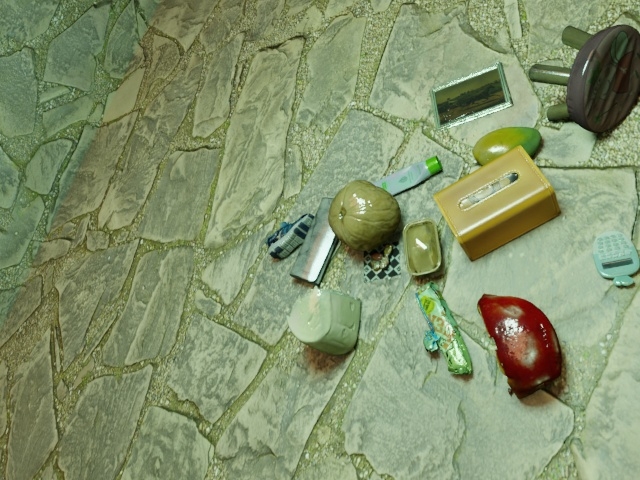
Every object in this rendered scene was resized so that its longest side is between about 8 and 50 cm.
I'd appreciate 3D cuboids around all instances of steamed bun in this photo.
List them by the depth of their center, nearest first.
[{"bbox_3d":[0.000,0.223,1.495,0.170,0.225,0.200,-2,67,32],"label":"steamed bun"}]

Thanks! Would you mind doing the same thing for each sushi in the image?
[{"bbox_3d":[0.185,0.062,1.592,0.126,0.026,0.120,-15,60,26],"label":"sushi"}]

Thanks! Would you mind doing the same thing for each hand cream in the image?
[{"bbox_3d":[0.265,-0.199,1.676,0.275,0.050,0.079,-24,28,26],"label":"hand cream"}]

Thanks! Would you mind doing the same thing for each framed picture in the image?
[{"bbox_3d":[0.492,-0.479,1.693,0.252,0.014,0.197,-16,58,25],"label":"framed picture"}]

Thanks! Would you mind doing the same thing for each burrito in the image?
[{"bbox_3d":[0.321,0.243,1.391,0.104,0.054,0.288,-31,53,16],"label":"burrito"}]

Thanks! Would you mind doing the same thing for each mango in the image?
[{"bbox_3d":[0.552,-0.276,1.504,0.194,0.092,0.130,-21,52,11],"label":"mango"}]

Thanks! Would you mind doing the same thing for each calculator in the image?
[{"bbox_3d":[0.730,0.044,1.258,0.095,0.021,0.153,-15,58,26],"label":"calculator"}]

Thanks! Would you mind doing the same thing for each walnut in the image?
[{"bbox_3d":[0.138,-0.077,1.574,0.228,0.228,0.228,-15,59,26],"label":"walnut"}]

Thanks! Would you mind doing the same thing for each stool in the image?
[{"bbox_3d":[0.723,-0.442,1.383,0.272,0.272,0.178,-52,37,-2],"label":"stool"}]

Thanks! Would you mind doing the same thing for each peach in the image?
[{"bbox_3d":[0.487,0.226,1.240,0.153,0.159,0.267,-21,54,15],"label":"peach"}]

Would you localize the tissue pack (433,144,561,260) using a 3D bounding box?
[{"bbox_3d":[0.484,-0.107,1.420,0.274,0.145,0.194,-31,51,14],"label":"tissue pack"}]

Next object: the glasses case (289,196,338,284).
[{"bbox_3d":[0.000,0.000,1.719,0.114,0.060,0.299,15,74,28],"label":"glasses case"}]

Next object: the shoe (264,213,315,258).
[{"bbox_3d":[-0.108,-0.029,1.786,0.207,0.091,0.106,-37,52,11],"label":"shoe"}]

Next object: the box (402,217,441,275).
[{"bbox_3d":[0.300,0.022,1.491,0.111,0.111,0.177,-16,58,25],"label":"box"}]
